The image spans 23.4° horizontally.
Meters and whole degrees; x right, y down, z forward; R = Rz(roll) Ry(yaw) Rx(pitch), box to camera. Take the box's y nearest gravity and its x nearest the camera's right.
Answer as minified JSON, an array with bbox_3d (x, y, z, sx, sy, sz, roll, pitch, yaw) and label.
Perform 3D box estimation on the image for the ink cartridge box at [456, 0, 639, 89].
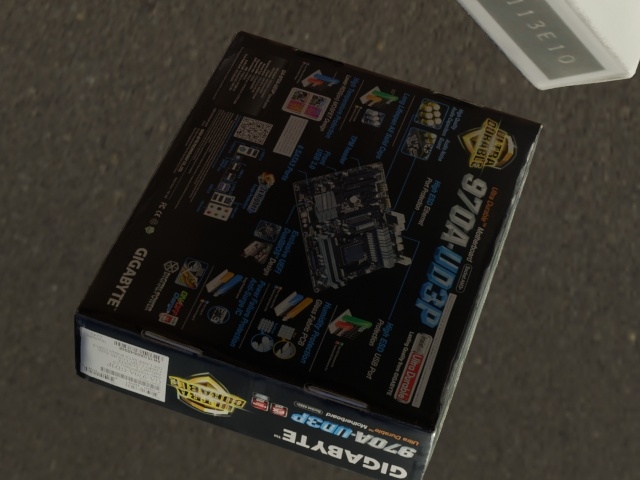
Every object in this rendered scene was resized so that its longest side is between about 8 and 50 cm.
[{"bbox_3d":[0.072,-0.238,0.639,0.060,0.238,0.275,-4,143,47],"label":"ink cartridge box"}]

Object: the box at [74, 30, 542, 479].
[{"bbox_3d":[0.000,0.000,0.773,0.175,0.220,0.051,18,139,7],"label":"box"}]
